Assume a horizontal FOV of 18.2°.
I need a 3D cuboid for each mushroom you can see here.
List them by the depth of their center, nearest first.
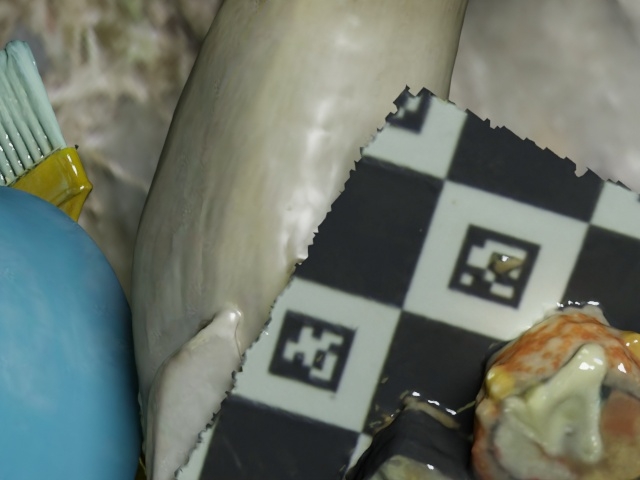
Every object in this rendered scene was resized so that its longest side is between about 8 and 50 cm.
[{"bbox_3d":[-0.006,0.002,0.596,0.108,0.096,0.247,21,106,54],"label":"mushroom"}]

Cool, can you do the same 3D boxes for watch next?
[{"bbox_3d":[-0.140,0.070,0.645,0.211,0.211,0.193,3,82,34],"label":"watch"}]

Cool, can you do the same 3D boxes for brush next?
[{"bbox_3d":[-0.087,0.043,0.705,0.082,0.010,0.218,-32,79,32],"label":"brush"}]

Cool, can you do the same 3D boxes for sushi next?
[{"bbox_3d":[0.054,0.089,0.545,0.193,0.040,0.210,26,111,-4],"label":"sushi"}]
